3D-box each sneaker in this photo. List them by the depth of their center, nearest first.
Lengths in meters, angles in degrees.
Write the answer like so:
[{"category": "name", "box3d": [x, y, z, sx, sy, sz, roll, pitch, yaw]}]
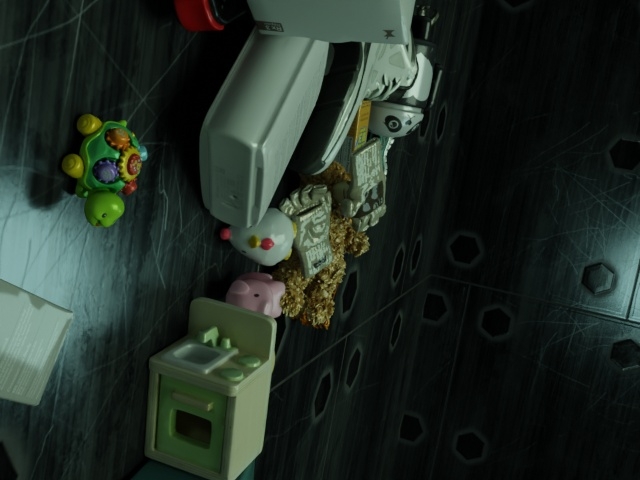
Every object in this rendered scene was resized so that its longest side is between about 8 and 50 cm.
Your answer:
[{"category": "sneaker", "box3d": [0.085, -0.286, 1.406, 0.257, 0.169, 0.448, 35, 65, -44]}, {"category": "sneaker", "box3d": [0.136, -0.219, 1.915, 0.076, 0.065, 0.167, 19, 80, -55]}]

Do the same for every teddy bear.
[{"category": "teddy bear", "box3d": [0.000, 0.000, 1.486, 0.245, 0.113, 0.338, 39, 67, -30]}]

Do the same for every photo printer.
[{"category": "photo printer", "box3d": [-0.077, -0.204, 1.130, 0.256, 0.107, 0.308, 105, 7, -64]}]

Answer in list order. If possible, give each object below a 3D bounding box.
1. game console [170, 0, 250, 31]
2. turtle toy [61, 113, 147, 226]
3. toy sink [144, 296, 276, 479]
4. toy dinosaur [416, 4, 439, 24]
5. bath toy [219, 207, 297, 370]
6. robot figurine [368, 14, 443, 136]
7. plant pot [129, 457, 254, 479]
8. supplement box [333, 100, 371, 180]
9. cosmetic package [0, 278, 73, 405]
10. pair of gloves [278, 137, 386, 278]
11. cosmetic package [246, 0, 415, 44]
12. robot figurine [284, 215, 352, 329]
[{"category": "game console", "box3d": [-0.105, -0.475, 0.974, 0.386, 0.060, 0.342, -62, 156, -57]}, {"category": "turtle toy", "box3d": [-0.244, -0.079, 0.864, 0.095, 0.066, 0.130, 45, 60, -68]}, {"category": "toy sink", "box3d": [-0.171, 0.227, 1.149, 0.131, 0.152, 0.234, -29, 130, -65]}, {"category": "toy dinosaur", "box3d": [0.210, -0.500, 1.888, 0.160, 0.121, 0.314, 101, 10, -46]}, {"category": "bath toy", "box3d": [-0.125, 0.116, 1.267, 0.129, 0.151, 0.348, 2, 102, -35]}, {"category": "robot figurine", "box3d": [0.171, -0.375, 1.703, 0.173, 0.209, 0.278, -49, 151, -76]}, {"category": "plant pot", "box3d": [-0.190, 0.412, 1.210, 0.234, 0.165, 0.166, -52, 150, -68]}, {"category": "supplement box", "box3d": [0.060, -0.251, 1.622, 0.078, 0.080, 0.234, -34, 136, -61]}, {"category": "cosmetic package", "box3d": [-0.329, 0.060, 0.616, 0.238, 0.127, 0.107, 47, 58, -66]}, {"category": "pair of gloves", "box3d": [0.033, -0.063, 1.389, 0.240, 0.042, 0.204, -40, 143, -19]}, {"category": "cosmetic package", "box3d": [0.039, -0.465, 1.002, 0.156, 0.217, 0.385, 68, 31, -66]}, {"category": "robot figurine", "box3d": [0.005, 0.042, 1.641, 0.211, 0.085, 0.291, 42, 62, -70]}]
